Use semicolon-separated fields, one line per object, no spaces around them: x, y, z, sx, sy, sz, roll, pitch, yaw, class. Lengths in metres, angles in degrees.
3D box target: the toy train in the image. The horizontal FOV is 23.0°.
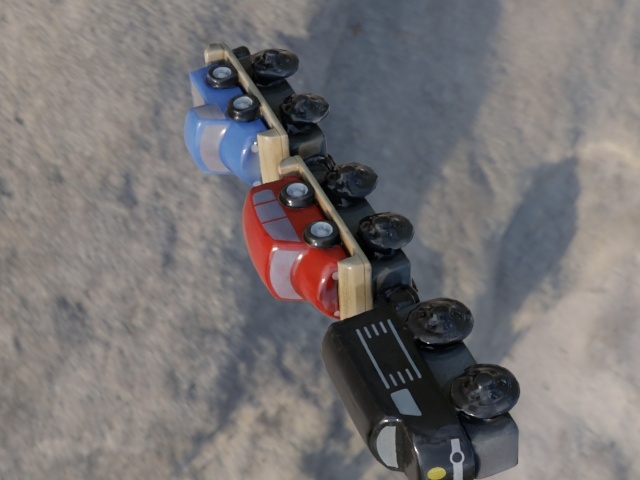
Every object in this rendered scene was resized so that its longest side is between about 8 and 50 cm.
0.000;0.000;0.376;0.036;0.158;0.027;-18;133;-13;toy train
